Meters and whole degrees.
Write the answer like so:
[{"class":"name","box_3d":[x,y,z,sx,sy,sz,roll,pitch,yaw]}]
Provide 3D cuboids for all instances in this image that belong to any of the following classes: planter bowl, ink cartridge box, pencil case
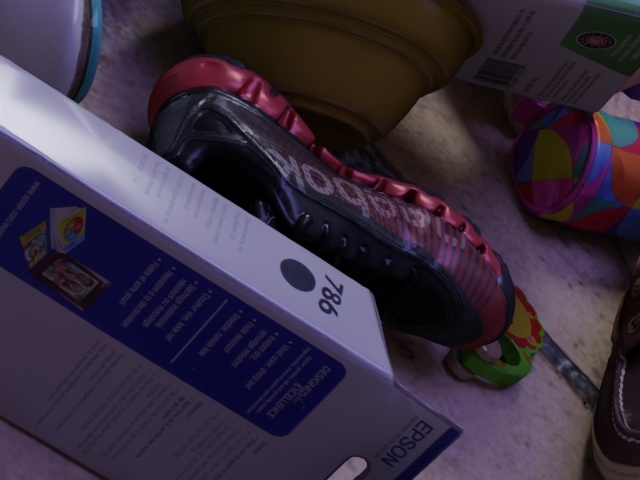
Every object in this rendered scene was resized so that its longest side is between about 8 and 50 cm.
[{"class":"planter bowl","box_3d":[-0.005,-0.117,1.251,0.217,0.217,0.090,20,77,-29]},{"class":"ink cartridge box","box_3d":[-0.101,0.041,0.963,0.332,0.165,0.065,34,34,-13]},{"class":"ink cartridge box","box_3d":[0.094,-0.196,1.285,0.278,0.201,0.117,13,77,-4]},{"class":"pencil case","box_3d":[0.258,-0.049,1.475,0.236,0.104,0.104,15,43,-36]}]

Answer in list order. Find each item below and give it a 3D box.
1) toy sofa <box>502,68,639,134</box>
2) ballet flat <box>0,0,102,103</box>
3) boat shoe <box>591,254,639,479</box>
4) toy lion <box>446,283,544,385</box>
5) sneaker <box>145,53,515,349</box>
[{"class":"toy sofa","box_3d":[0.146,-0.264,1.555,0.150,0.177,0.362,-23,64,-9]},{"class":"ballet flat","box_3d":[-0.231,-0.214,1.148,0.139,0.139,0.400,18,35,-31]},{"class":"boat shoe","box_3d":[0.253,0.056,1.298,0.342,0.123,0.123,-51,132,-59]},{"class":"toy lion","box_3d":[0.121,0.059,1.286,0.096,0.034,0.100,24,39,-38]},{"class":"sneaker","box_3d":[0.000,0.000,1.166,0.276,0.097,0.135,34,35,-9]}]
